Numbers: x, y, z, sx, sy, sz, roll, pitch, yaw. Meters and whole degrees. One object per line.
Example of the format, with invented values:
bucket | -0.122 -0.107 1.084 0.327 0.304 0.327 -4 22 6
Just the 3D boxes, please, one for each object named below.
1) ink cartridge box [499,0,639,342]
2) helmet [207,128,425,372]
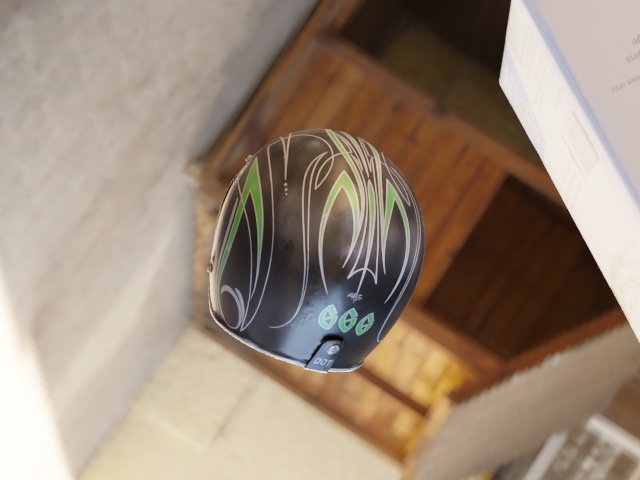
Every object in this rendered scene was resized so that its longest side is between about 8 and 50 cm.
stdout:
ink cartridge box | 0.301 -0.025 1.440 0.166 0.395 0.285 -26 170 -2
helmet | 0.000 0.000 1.402 0.169 0.169 0.161 -41 151 -74
